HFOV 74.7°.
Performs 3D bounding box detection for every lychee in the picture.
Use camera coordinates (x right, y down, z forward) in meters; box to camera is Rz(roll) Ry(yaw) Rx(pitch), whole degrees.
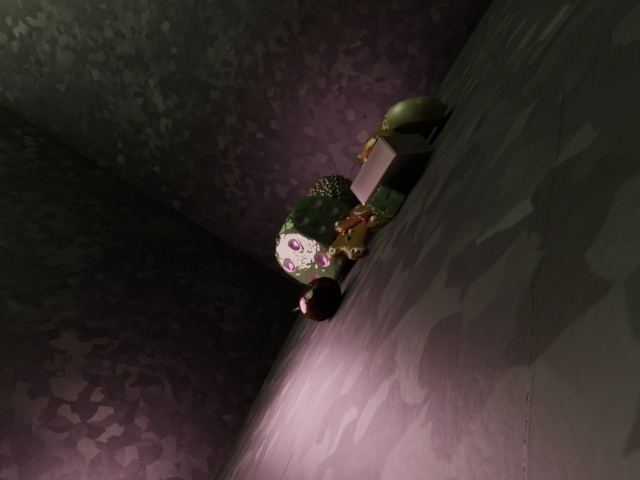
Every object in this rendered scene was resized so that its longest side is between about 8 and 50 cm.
[{"bbox_3d":[0.080,-0.158,2.266,0.380,0.380,0.432,-59,39,44],"label":"lychee"}]

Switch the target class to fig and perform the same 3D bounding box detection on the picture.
[{"bbox_3d":[-0.030,0.241,1.610,0.274,0.145,0.170,-34,19,53],"label":"fig"}]

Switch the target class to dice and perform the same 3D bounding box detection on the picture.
[{"bbox_3d":[0.000,0.000,1.934,0.318,0.322,0.330,-53,-15,-44],"label":"dice"}]

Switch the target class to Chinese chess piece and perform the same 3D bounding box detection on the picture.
[{"bbox_3d":[0.376,-0.494,1.672,0.238,0.237,0.092,115,146,-89],"label":"Chinese chess piece"}]

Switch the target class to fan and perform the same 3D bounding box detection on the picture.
[{"bbox_3d":[0.345,-0.237,1.453,0.113,0.005,0.175,-59,-2,-10],"label":"fan"}]

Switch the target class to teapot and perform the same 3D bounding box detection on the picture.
[{"bbox_3d":[0.287,-0.358,1.689,0.311,0.204,0.167,-8,32,30],"label":"teapot"}]

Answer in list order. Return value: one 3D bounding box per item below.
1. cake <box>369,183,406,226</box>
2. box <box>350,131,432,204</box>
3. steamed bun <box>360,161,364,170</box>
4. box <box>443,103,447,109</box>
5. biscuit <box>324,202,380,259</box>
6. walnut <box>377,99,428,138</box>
[{"bbox_3d":[0.254,-0.107,1.525,0.100,0.099,0.235,-59,-21,-9],"label":"cake"},{"bbox_3d":[0.253,-0.261,1.521,0.203,0.106,0.252,-16,-29,-38],"label":"box"},{"bbox_3d":[0.287,-0.329,1.902,0.268,0.207,0.280,-59,2,-22],"label":"steamed bun"},{"bbox_3d":[0.549,-0.609,1.939,0.055,0.039,0.218,-57,1,23],"label":"box"},{"bbox_3d":[0.138,-0.054,1.691,0.215,0.047,0.340,0,44,35],"label":"biscuit"},{"bbox_3d":[0.395,-0.530,2.007,0.257,0.224,0.257,-57,-2,-3],"label":"walnut"}]
